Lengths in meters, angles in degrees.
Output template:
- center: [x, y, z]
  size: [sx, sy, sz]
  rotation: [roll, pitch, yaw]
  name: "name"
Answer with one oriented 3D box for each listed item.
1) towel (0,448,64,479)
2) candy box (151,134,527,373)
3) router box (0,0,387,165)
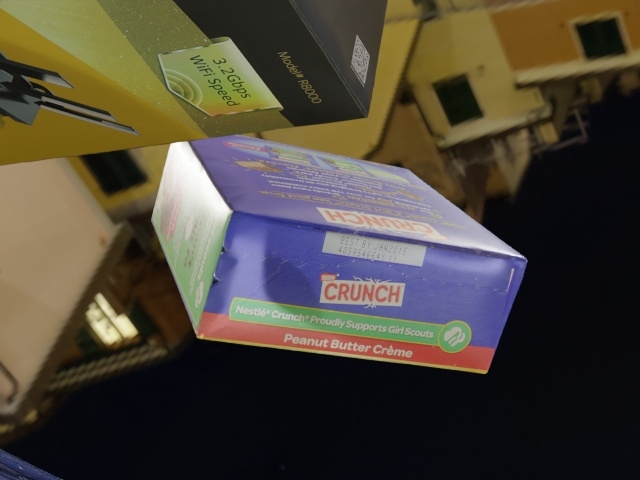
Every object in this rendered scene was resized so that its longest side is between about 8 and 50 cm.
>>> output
- center: [-0.317, 0.340, 1.051]
  size: [0.336, 0.243, 0.040]
  rotation: [-53, -146, 3]
  name: "towel"
- center: [0.000, 0.000, 1.139]
  size: [0.268, 0.122, 0.317]
  rotation: [10, -166, -18]
  name: "candy box"
- center: [-0.142, -0.149, 0.470]
  size: [0.243, 0.309, 0.081]
  rotation: [-5, -122, 26]
  name: "router box"
